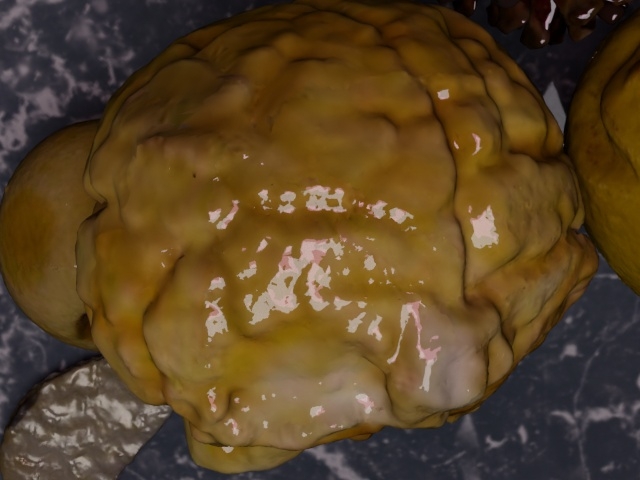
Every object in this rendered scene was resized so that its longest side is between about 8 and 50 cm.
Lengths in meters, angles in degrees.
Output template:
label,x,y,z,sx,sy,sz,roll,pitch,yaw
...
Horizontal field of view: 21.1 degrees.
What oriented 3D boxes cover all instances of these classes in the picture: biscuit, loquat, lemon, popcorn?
label,x,y,z,sx,sy,sz,roll,pitch,yaw
biscuit,-0.235,0.192,1.662,0.133,0.032,0.250,32,112,-9
loquat,-0.183,-0.006,1.485,0.213,0.213,0.213,2,113,4
lemon,0.335,-0.067,1.367,0.297,0.297,0.297,2,113,4
popcorn,0.009,-0.018,1.286,0.344,0.390,0.354,1,155,47

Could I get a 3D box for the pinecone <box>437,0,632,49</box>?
label,x,y,z,sx,sy,sz,roll,pitch,yaw
pinecone,0.153,-0.275,1.327,0.246,0.246,0.292,-33,118,17
